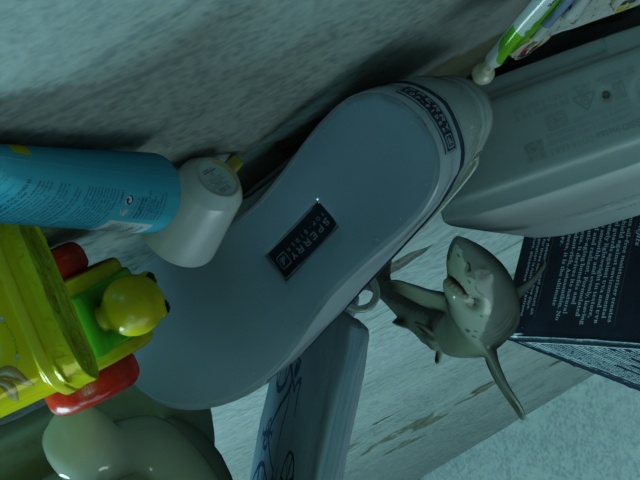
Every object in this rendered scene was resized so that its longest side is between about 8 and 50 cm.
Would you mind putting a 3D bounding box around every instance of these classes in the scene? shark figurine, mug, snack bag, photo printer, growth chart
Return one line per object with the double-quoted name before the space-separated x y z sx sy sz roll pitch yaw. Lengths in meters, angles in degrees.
"shark figurine" 0.118 0.040 1.584 0.116 0.166 0.278 -40 -165 -14
"mug" -0.085 -0.030 1.375 0.062 0.078 0.064 18 136 -23
"snack bag" -0.016 0.193 1.677 0.037 0.323 0.342 11 -178 -10
"photo printer" 0.236 -0.081 1.591 0.256 0.107 0.307 -19 171 21
"growth chart" 0.223 -0.180 1.312 0.237 0.021 0.172 -21 165 -24

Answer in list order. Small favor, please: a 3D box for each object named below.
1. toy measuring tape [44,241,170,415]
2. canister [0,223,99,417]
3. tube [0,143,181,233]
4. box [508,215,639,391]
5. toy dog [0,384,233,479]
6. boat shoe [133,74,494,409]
"toy measuring tape" -0.220 0.078 1.425 0.330 0.121 0.121 -21 173 39
"canister" -0.243 0.066 1.267 0.170 0.126 0.073 -25 167 3
"tube" -0.169 -0.032 1.205 0.080 0.052 0.207 -39 157 28
"box" 0.385 0.054 1.843 0.296 0.183 0.294 21 169 -35
"toy dog" -0.178 0.307 1.557 0.284 0.395 0.408 -17 -162 -4
"boat shoe" -0.004 -0.008 1.479 0.367 0.136 0.156 -45 170 36
